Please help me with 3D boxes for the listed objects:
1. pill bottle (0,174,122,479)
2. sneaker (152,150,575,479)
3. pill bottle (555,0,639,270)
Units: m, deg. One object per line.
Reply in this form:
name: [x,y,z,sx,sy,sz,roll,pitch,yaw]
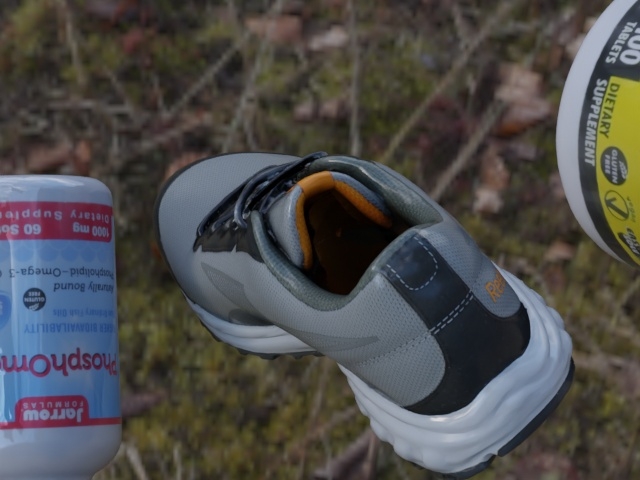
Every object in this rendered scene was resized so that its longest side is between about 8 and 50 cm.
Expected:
pill bottle: [-0.131,0.054,0.838,0.087,0.087,0.160,-3,85,-7]
sneaker: [0.000,0.000,0.807,0.100,0.108,0.271,-43,31,-13]
pill bottle: [0.299,-0.038,1.017,0.188,0.188,0.334,-29,28,-26]
